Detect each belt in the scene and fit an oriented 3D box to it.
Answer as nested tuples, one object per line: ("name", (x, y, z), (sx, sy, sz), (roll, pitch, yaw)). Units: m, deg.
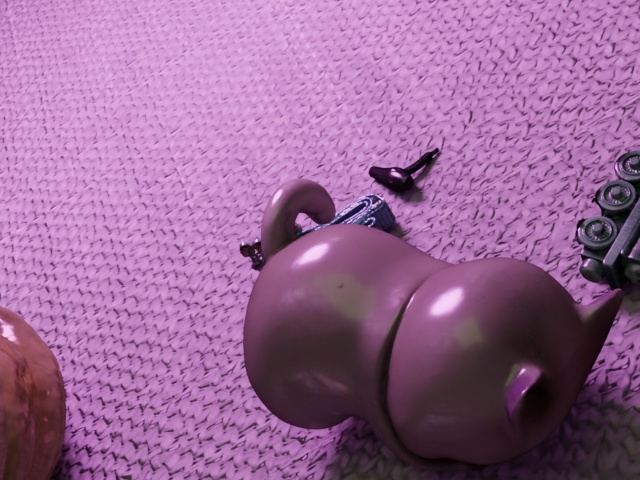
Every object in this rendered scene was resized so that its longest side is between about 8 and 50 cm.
("belt", (0.002, 0.002, 1.408), (0.179, 0.065, 0.100), (-34, 48, -1))

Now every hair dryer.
("hair dryer", (0.108, -0.092, 1.455), (0.083, 0.031, 0.079), (-33, 29, -18))

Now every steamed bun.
("steamed bun", (-0.435, 0.244, 1.344), (0.325, 0.230, 0.372), (-34, 38, 3))

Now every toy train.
("toy train", (0.331, -0.022, 1.194), (0.111, 0.071, 0.170), (19, 64, 36))

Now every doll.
("doll", (0.085, 0.099, 1.146), (0.370, 0.226, 0.215), (22, 35, 35))
